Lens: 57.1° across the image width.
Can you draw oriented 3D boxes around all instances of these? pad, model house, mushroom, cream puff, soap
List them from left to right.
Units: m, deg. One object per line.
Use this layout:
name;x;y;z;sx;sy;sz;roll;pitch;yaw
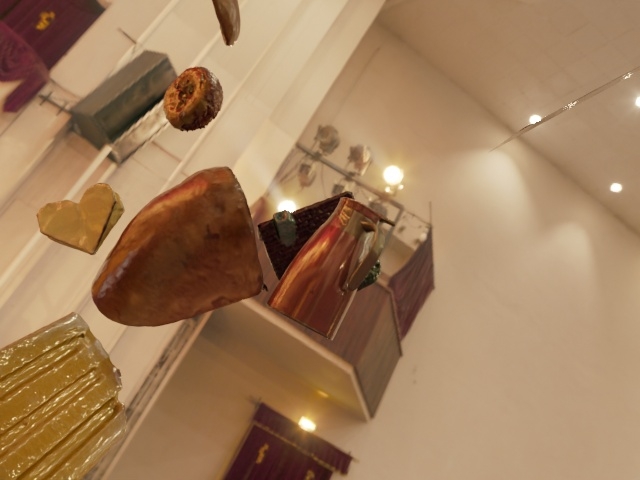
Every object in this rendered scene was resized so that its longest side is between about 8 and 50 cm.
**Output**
soap;-0.270;0.167;0.539;0.140;0.073;0.232;59;14;-5
mushroom;-0.353;0.025;1.389;0.224;0.398;0.313;47;-31;47
cream puff;-0.263;-0.290;1.236;0.149;0.148;0.084;8;-14;40
model house;0.000;0.000;1.490;0.248;0.281;0.229;83;-19;-55
pad;0.284;-0.153;0.652;0.004;0.193;0.116;61;0;3

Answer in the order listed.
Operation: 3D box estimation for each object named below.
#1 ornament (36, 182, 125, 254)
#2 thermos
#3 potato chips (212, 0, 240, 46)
ornament;-0.586;-0.039;1.455;0.059;0.201;0.180;77;-9;-69
thermos;0.029;0.048;1.136;0.146;0.264;0.176;33;-6;-37
potato chips;-0.180;-0.459;1.071;0.150;0.049;0.201;-115;-171;-66
